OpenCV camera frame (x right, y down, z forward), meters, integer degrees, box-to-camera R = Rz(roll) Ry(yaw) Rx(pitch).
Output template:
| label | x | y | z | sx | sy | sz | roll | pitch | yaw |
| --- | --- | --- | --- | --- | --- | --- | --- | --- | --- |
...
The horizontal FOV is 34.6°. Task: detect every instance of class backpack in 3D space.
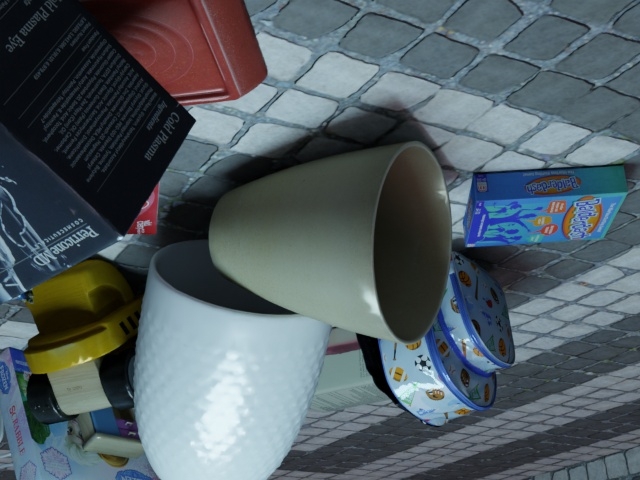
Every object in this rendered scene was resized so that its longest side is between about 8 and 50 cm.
| label | x | y | z | sx | sy | sz | roll | pitch | yaw |
| --- | --- | --- | --- | --- | --- | --- | --- | --- | --- |
| backpack | 0.196 | 0.160 | 1.669 | 0.213 | 0.263 | 0.276 | -21 | 149 | 34 |

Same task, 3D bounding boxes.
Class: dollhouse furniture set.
| label | x | y | z | sx | sy | sz | roll | pitch | yaw |
| --- | --- | --- | --- | --- | --- | --- | --- | --- | --- |
| dollhouse furniture set | -0.312 | 0.267 | 2.045 | 0.303 | 0.198 | 0.286 | -42 | 141 | 21 |

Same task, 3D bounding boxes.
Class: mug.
| label | x | y | z | sx | sy | sz | roll | pitch | yaw |
| --- | --- | --- | --- | --- | --- | --- | --- | --- | --- |
| mug | -0.147 | 0.183 | 1.566 | 0.276 | 0.374 | 0.328 | 8 | 109 | -12 |

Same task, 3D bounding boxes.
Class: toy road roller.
| label | x | y | z | sx | sy | sz | roll | pitch | yaw |
| --- | --- | --- | --- | --- | --- | --- | --- | --- | --- |
| toy road roller | -0.353 | 0.137 | 1.699 | 0.203 | 0.240 | 0.329 | -14 | -169 | 22 |

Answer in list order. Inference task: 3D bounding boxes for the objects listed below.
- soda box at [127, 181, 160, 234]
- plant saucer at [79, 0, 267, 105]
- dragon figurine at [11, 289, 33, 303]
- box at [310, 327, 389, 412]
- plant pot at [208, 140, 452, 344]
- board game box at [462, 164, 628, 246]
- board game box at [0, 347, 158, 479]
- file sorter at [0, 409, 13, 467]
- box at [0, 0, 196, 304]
| label | x | y | z | sx | sy | sz | roll | pitch | yaw |
| --- | --- | --- | --- | --- | --- | --- | --- | --- | --- |
| soda box | -0.237 | -0.076 | 1.238 | 0.084 | 0.092 | 0.263 | -1 | 168 | -10 |
| plant saucer | -0.203 | -0.206 | 1.071 | 0.259 | 0.047 | 0.258 | -6 | 156 | 6 |
| dragon figurine | -0.508 | 0.054 | 1.528 | 0.144 | 0.085 | 0.289 | 1 | -174 | -23 |
| box | 0.064 | 0.246 | 2.013 | 0.232 | 0.126 | 0.149 | -15 | 153 | 26 |
| plant pot | 0.000 | 0.000 | 1.355 | 0.274 | 0.256 | 0.256 | 2 | 160 | 28 |
| board game box | 0.318 | -0.047 | 1.484 | 0.210 | 0.047 | 0.160 | -4 | 156 | 1 |
| board game box | -0.478 | 0.385 | 2.037 | 0.066 | 0.318 | 0.319 | -41 | 143 | 18 |
| file sorter | -0.712 | 0.346 | 2.072 | 0.173 | 0.192 | 0.277 | -14 | 154 | 17 |
| box | -0.357 | -0.106 | 0.970 | 0.343 | 0.179 | 0.312 | -25 | 121 | 39 |
